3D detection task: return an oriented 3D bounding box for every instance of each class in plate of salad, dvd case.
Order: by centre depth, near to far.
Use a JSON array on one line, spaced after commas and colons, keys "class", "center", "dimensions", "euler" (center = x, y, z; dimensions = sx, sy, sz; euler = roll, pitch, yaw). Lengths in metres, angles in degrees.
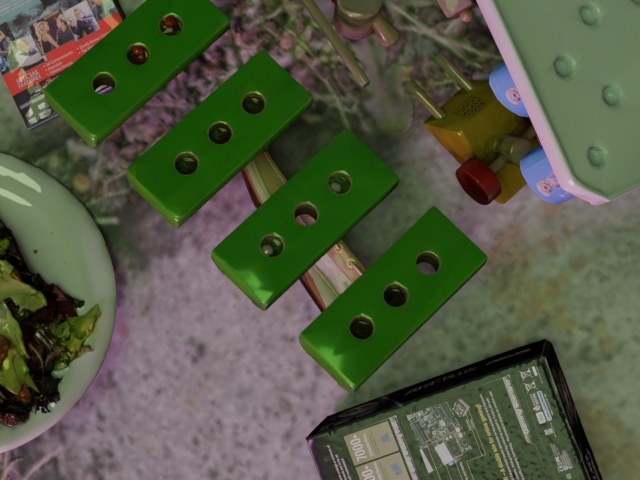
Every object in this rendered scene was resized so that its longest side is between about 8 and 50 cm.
[{"class": "plate of salad", "center": [-0.222, 0.033, 1.011], "dimensions": [0.200, 0.048, 0.200], "euler": [2, 70, -6]}, {"class": "dvd case", "center": [-0.167, -0.140, 1.039], "dimensions": [0.087, 0.013, 0.119], "euler": [-26, 91, 11]}]

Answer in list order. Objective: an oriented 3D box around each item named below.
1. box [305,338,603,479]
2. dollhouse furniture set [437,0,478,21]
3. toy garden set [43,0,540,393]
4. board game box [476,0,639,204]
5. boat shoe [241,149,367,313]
[{"class": "box", "center": [0.095, 0.168, 0.983], "dimensions": [0.147, 0.077, 0.180], "euler": [-21, 90, 11]}, {"class": "dollhouse furniture set", "center": [0.138, -0.147, 0.916], "dimensions": [0.144, 0.151, 0.123], "euler": [-31, 89, 13]}, {"class": "toy garden set", "center": [0.000, -0.062, 0.976], "dimensions": [0.244, 0.049, 0.204], "euler": [44, 74, 10]}, {"class": "board game box", "center": [0.179, -0.254, 0.838], "dimensions": [0.390, 0.050, 0.390], "euler": [-24, 89, -28]}, {"class": "boat shoe", "center": [0.000, 0.000, 1.006], "dimensions": [0.045, 0.050, 0.135], "euler": [-32, 86, -6]}]
